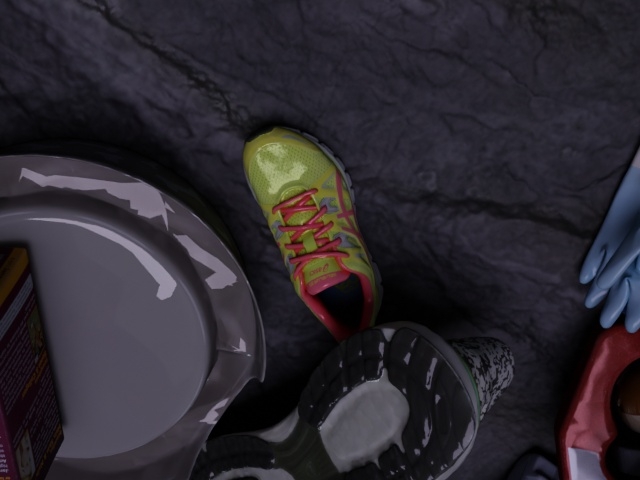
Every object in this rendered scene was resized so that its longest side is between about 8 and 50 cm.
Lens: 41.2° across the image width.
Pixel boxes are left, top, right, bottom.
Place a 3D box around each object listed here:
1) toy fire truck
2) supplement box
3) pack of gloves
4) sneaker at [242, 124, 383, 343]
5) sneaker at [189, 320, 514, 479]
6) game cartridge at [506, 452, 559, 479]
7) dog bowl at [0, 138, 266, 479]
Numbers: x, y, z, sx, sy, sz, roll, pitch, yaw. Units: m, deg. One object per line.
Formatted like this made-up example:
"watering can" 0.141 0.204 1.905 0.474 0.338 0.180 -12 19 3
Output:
"toy fire truck" 0.362 0.148 0.766 0.302 0.169 0.254 -6 90 4
"supplement box" -0.261 0.111 0.646 0.081 0.104 0.188 -1 117 1
"pack of gloves" 0.288 0.002 0.655 0.046 0.195 0.232 0 119 -31
"sneaker" 0.000 0.000 0.710 0.081 0.094 0.208 -25 113 14
"sneaker" 0.029 0.204 0.783 0.410 0.182 0.158 -40 67 39
"game cartridge" 0.219 0.387 0.835 0.196 0.060 0.294 36 69 -13
"dog bowl" -0.217 0.070 0.741 0.349 0.102 0.348 0 116 1
